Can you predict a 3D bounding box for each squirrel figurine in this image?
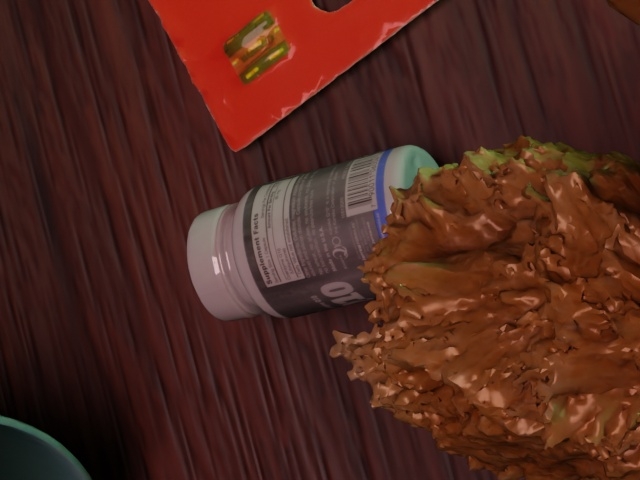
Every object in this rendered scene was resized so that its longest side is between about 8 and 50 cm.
[{"bbox_3d":[0.204,-0.007,0.566,0.397,0.370,0.281,-43,74,21],"label":"squirrel figurine"}]

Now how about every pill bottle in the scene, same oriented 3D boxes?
[{"bbox_3d":[0.000,0.000,0.831,0.137,0.078,0.078,-14,85,26],"label":"pill bottle"}]

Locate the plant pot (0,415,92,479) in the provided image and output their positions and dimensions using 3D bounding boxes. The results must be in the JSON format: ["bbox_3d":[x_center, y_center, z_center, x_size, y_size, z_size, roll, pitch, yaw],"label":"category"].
[{"bbox_3d":[-0.307,0.209,0.885,0.235,0.293,0.293,16,99,39],"label":"plant pot"}]

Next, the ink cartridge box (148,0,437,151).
[{"bbox_3d":[-0.049,-0.291,0.840,0.308,0.091,0.385,-35,75,23],"label":"ink cartridge box"}]
